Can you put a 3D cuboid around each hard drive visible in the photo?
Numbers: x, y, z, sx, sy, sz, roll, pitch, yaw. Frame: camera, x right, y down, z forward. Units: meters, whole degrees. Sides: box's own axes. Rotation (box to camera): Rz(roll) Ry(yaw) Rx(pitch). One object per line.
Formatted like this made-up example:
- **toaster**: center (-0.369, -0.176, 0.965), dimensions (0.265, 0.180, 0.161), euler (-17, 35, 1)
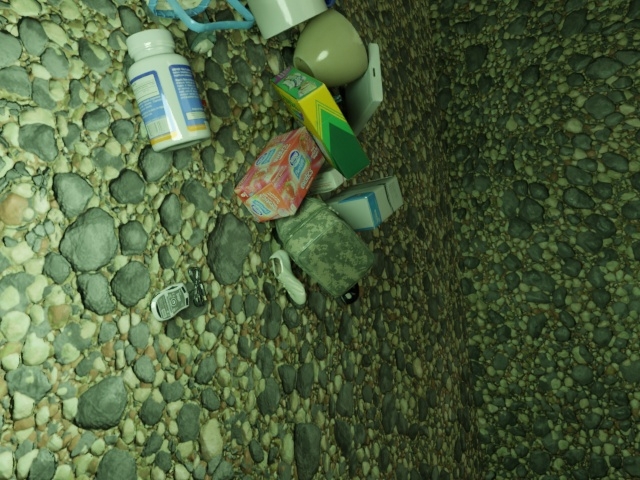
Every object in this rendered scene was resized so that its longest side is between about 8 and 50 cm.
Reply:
- **hard drive**: center (0.169, -0.597, 1.966), dimensions (0.047, 0.353, 0.232), euler (-2, 81, -11)

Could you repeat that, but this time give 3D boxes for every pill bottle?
- **pill bottle**: center (-0.383, -0.369, 1.204), dimensions (0.152, 0.152, 0.271), euler (-28, 105, -55)

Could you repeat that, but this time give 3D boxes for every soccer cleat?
- **soccer cleat**: center (-0.109, 0.125, 1.564), dimensions (0.076, 0.068, 0.196), euler (-30, 100, -50)

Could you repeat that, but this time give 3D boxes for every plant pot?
- **plant pot**: center (0.009, -0.685, 1.810), dimensions (0.191, 0.284, 0.284), euler (-40, 122, -12)

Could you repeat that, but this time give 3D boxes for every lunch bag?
- **lunch bag**: center (0.000, 0.000, 1.615), dimensions (0.212, 0.256, 0.305), euler (-46, 133, 0)

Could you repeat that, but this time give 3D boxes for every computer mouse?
- **computer mouse**: center (-0.360, 0.140, 1.205), dimensions (0.193, 0.042, 0.105), euler (-29, 110, -61)

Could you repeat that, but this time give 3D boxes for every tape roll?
- **tape roll**: center (-0.117, -0.809, 1.633), dimensions (0.169, 0.246, 0.246), euler (64, 37, -22)

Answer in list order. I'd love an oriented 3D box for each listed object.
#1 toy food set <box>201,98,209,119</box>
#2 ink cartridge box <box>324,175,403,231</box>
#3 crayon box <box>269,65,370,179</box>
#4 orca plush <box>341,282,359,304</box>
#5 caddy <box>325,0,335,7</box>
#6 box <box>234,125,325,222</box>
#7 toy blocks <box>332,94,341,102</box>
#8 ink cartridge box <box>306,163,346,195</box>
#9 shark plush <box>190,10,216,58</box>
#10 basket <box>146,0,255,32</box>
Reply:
- **toy food set**: center (-0.360, -0.393, 1.363), dimensions (0.122, 0.019, 0.077), euler (4, 78, -56)
- **ink cartridge box**: center (0.159, -0.136, 1.882), dimensions (0.307, 0.223, 0.128), euler (-36, 112, -54)
- **crayon box**: center (-0.009, -0.405, 1.632), dimensions (0.313, 0.106, 0.363), euler (52, 1, -33)
- **orca plush**: center (0.120, 0.100, 1.871), dimensions (0.151, 0.102, 0.287), euler (15, 69, -54)
- **caddy**: center (-0.061, -1.042, 1.838), dimensions (0.341, 0.179, 0.241), euler (51, 44, -36)
- **box**: center (-0.124, -0.214, 1.549), dimensions (0.142, 0.154, 0.299), euler (56, 42, -30)
- **toy blocks**: center (-0.009, -0.533, 1.805), dimensions (0.123, 0.148, 0.054), euler (38, 51, -46)
- **ink cartridge box**: center (0.027, -0.236, 1.809), dimensions (0.198, 0.115, 0.067), euler (-45, 119, -52)
- **shark plush**: center (-0.342, -0.619, 1.423), dimensions (0.067, 0.073, 0.161), euler (8, 77, -24)
- **basket**: center (-0.336, -0.668, 1.280), dimensions (0.289, 0.201, 0.255), euler (46, 37, 6)
